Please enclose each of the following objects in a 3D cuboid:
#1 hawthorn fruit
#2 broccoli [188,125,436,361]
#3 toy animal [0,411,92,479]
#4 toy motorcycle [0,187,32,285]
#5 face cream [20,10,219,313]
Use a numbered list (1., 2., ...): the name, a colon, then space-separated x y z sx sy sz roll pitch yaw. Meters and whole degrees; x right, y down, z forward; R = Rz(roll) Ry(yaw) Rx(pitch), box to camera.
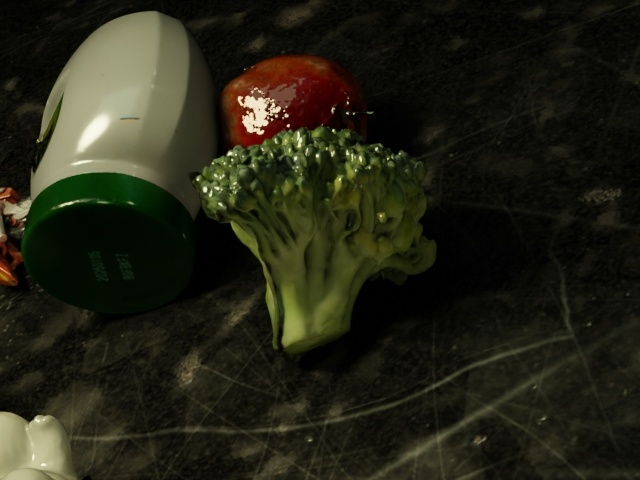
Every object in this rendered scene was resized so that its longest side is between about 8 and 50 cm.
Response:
1. hawthorn fruit: -0.016 -0.146 1.642 0.235 0.181 0.181 8 49 43
2. broccoli: 0.000 0.000 1.386 0.288 0.246 0.248 -5 -5 -24
3. toy animal: -0.335 0.277 1.347 0.325 0.154 0.208 -15 53 58
4. toy motorcycle: -0.497 -0.007 1.894 0.298 0.089 0.171 4 47 40
5. face cream: -0.250 -0.105 1.678 0.312 0.219 0.357 -52 27 41
